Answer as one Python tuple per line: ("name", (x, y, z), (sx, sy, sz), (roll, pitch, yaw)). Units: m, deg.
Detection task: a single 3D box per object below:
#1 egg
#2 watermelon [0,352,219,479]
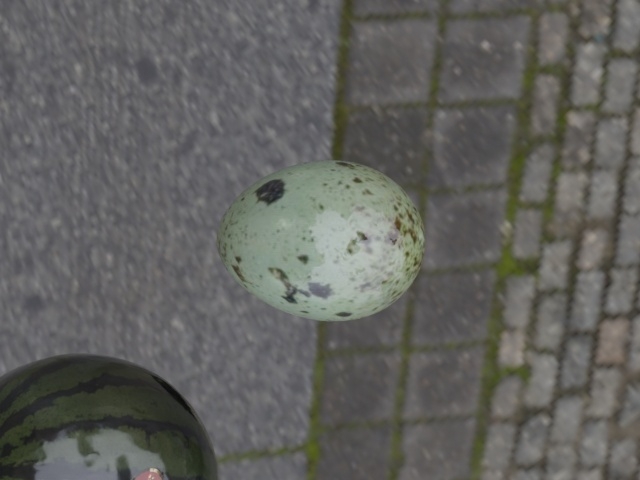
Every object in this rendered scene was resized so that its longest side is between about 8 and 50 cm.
("egg", (0.000, 0.000, 0.980), (0.110, 0.085, 0.085), (1, 124, 17))
("watermelon", (-0.105, 0.095, 0.744), (0.133, 0.105, 0.105), (17, 112, -41))
